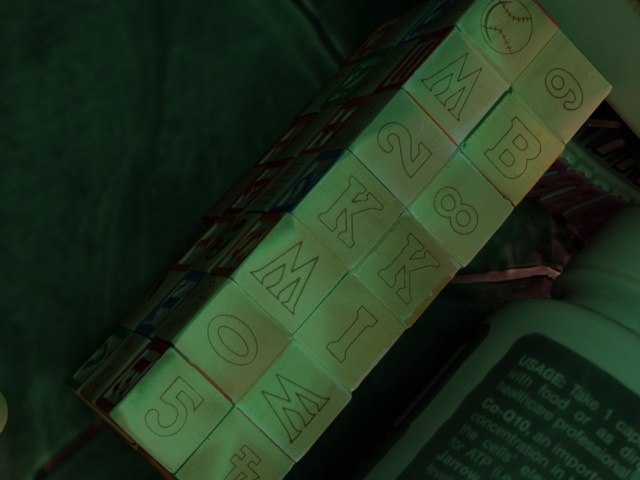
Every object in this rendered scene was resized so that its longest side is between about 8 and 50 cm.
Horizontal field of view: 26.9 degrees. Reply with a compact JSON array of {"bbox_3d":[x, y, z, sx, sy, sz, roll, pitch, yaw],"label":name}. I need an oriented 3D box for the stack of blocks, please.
[{"bbox_3d":[0.000,0.000,0.723,0.087,0.171,0.297,45,76,-14],"label":"stack of blocks"}]

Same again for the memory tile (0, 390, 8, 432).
[{"bbox_3d":[-0.244,0.063,0.717,0.113,0.012,0.148,-28,98,-18],"label":"memory tile"}]

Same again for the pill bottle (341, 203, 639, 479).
[{"bbox_3d":[0.122,0.164,0.746,0.204,0.204,0.361,46,76,-13],"label":"pill bottle"}]

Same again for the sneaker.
[{"bbox_3d":[0.177,-0.046,0.843,0.170,0.063,0.075,31,57,-28],"label":"sneaker"}]

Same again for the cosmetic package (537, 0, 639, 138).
[{"bbox_3d":[0.187,-0.166,0.749,0.129,0.153,0.296,-43,83,27],"label":"cosmetic package"}]
